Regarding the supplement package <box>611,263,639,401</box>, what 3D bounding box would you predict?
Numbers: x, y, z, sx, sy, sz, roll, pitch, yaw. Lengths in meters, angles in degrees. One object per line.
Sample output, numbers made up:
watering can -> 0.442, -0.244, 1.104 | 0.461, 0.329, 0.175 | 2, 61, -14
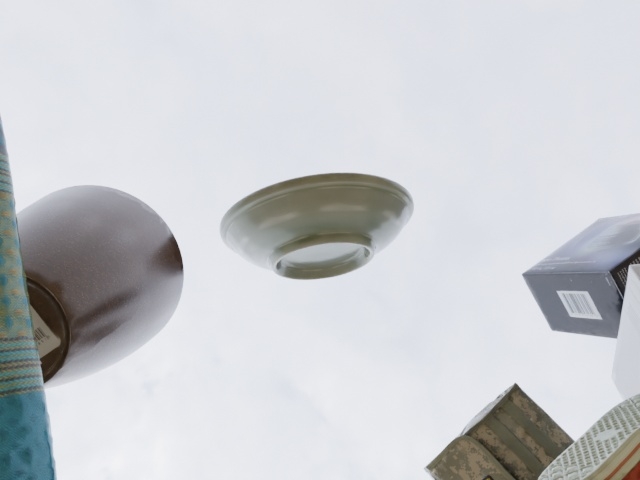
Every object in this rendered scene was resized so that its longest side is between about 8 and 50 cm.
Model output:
supplement package -> 0.651, 0.199, 0.982 | 0.175, 0.177, 0.293 | -6, -57, 7

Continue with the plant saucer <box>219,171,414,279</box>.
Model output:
plant saucer -> 0.000, 0.000, 1.131 | 0.400, 0.400, 0.100 | -7, -112, -7

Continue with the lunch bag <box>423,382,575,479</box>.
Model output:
lunch bag -> 0.402, 0.499, 1.217 | 0.287, 0.169, 0.235 | -37, -111, -17

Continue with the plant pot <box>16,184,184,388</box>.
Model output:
plant pot -> -0.266, 0.058, 0.567 | 0.215, 0.230, 0.215 | -1, -80, -5

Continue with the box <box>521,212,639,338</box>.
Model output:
box -> 0.698, 0.072, 1.301 | 0.294, 0.296, 0.182 | -31, -85, -16

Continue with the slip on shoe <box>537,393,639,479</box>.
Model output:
slip on shoe -> 0.406, 0.259, 0.678 | 0.331, 0.123, 0.101 | -23, -100, -25

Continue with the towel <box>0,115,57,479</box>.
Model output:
towel -> -0.281, 0.048, 0.289 | 0.040, 0.271, 0.370 | -27, -109, 26
